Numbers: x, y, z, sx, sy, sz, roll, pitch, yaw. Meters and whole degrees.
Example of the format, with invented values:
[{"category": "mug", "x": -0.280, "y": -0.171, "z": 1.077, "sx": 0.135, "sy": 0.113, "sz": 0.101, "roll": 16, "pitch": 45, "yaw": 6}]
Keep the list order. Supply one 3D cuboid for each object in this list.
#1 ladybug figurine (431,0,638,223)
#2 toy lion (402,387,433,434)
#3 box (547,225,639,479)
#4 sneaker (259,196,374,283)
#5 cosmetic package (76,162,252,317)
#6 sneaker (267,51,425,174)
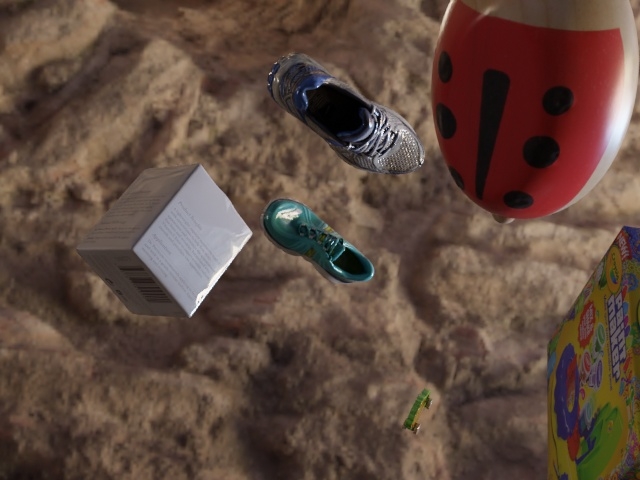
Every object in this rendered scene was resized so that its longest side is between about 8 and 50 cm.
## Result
[{"category": "ladybug figurine", "x": 0.284, "y": -0.211, "z": 1.430, "sx": 0.305, "sy": 0.449, "sz": 0.162, "roll": 20, "pitch": -143, "yaw": 31}, {"category": "toy lion", "x": 0.194, "y": 0.335, "z": 1.989, "sx": 0.034, "sy": 0.096, "sz": 0.100, "roll": 24, "pitch": -121, "yaw": 15}, {"category": "box", "x": 0.386, "y": 0.190, "z": 1.145, "sx": 0.177, "sy": 0.279, "sz": 0.290, "roll": 11, "pitch": -127, "yaw": -2}, {"category": "sneaker", "x": 0.000, "y": 0.000, "z": 2.017, "sx": 0.275, "sy": 0.107, "sz": 0.110, "roll": 33, "pitch": 168, "yaw": -28}, {"category": "cosmetic package", "x": -0.236, "y": 0.000, "z": 1.528, "sx": 0.151, "sy": 0.151, "sz": 0.183, "roll": -1, "pitch": -137, "yaw": 44}, {"category": "sneaker", "x": 0.024, "y": -0.079, "z": 0.706, "sx": 0.135, "sy": 0.052, "sz": 0.058, "roll": 27, "pitch": -170, "yaw": -29}]
